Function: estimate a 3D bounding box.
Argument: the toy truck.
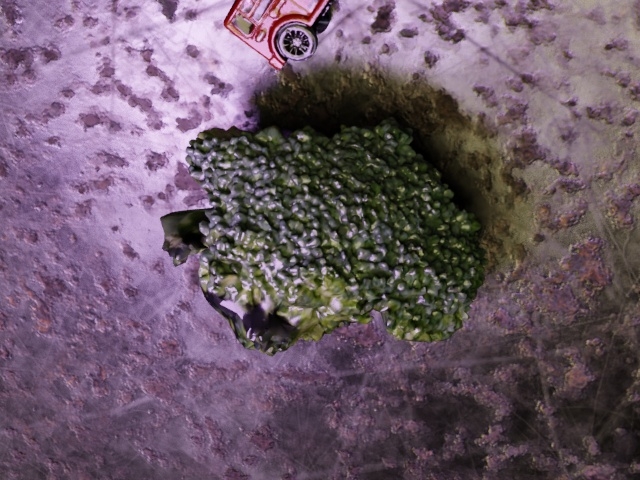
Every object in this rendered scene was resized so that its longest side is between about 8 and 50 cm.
[{"bbox_3d":[-0.002,-0.320,1.612,0.114,0.107,0.252,34,119,-6],"label":"toy truck"}]

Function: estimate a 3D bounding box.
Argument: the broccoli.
[{"bbox_3d":[-0.004,-0.009,1.680,0.317,0.338,0.277,-7,86,39],"label":"broccoli"}]
